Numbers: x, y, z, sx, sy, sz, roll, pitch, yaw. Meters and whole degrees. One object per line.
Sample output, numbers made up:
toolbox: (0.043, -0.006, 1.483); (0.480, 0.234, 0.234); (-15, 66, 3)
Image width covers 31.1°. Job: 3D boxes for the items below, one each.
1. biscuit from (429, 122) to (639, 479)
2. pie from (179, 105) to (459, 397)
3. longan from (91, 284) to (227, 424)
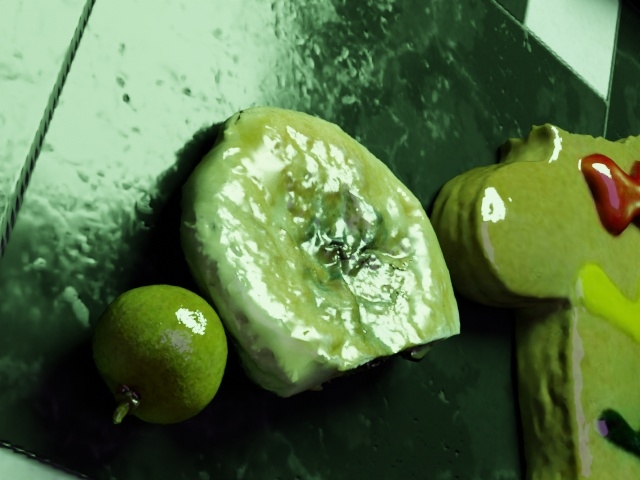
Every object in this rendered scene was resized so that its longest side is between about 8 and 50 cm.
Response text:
biscuit: (0.241, 0.102, 0.904); (0.368, 0.076, 0.393); (5, 76, -44)
pie: (-0.002, 0.001, 0.709); (0.218, 0.052, 0.185); (-16, 75, -49)
longan: (-0.088, 0.063, 0.603); (0.075, 0.075, 0.083); (54, 43, -19)
